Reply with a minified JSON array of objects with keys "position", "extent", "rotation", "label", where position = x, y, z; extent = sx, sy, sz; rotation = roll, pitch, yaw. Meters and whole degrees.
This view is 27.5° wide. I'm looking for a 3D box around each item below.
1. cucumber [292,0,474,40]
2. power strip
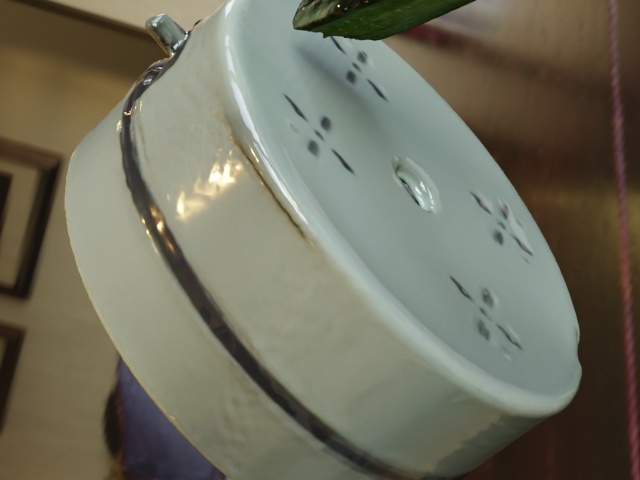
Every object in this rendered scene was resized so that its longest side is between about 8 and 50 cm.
[{"position":[0.067,-0.168,0.732],"extent":[0.211,0.078,0.062],"rotation":[-14,81,51],"label":"cucumber"},{"position":[0.000,0.000,0.857],"extent":[0.161,0.357,0.357],"rotation":[-38,26,25],"label":"power strip"}]
